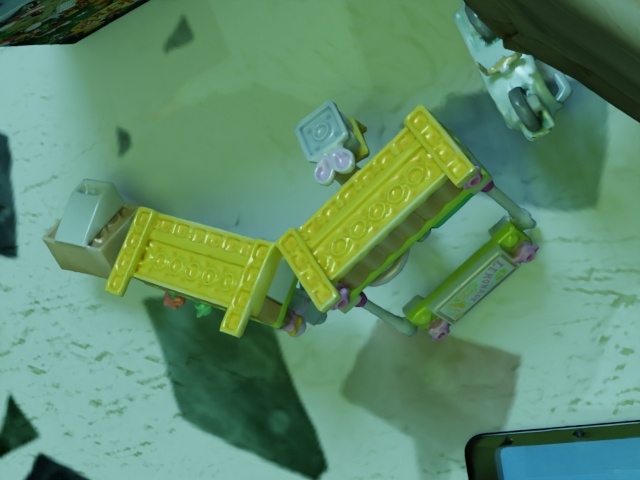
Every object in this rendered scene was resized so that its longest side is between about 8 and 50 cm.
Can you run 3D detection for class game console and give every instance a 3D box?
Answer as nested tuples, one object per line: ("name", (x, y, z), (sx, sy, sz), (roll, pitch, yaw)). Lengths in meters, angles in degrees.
("game console", (0.131, 0.152, 0.623), (0.122, 0.107, 0.071), (-8, 126, 20))

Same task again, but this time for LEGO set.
("LEGO set", (0.000, 0.000, 0.637), (0.287, 0.107, 0.132), (-24, 58, 25))

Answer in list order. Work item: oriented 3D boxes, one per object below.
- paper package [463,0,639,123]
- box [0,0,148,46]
("paper package", (0.233, -0.140, 0.385), (0.325, 0.168, 0.309), (-49, 53, 7))
("box", (-0.067, -0.157, 0.575), (0.233, 0.159, 0.044), (-25, 91, 21))
